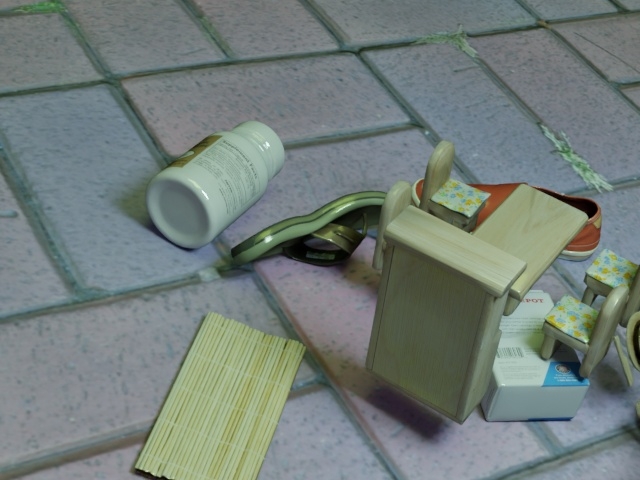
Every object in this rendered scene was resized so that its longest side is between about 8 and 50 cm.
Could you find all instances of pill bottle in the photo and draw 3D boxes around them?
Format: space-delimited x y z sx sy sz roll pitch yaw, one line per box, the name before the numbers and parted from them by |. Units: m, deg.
pill bottle | -0.156 -0.095 1.968 0.131 0.131 0.229 29 40 16

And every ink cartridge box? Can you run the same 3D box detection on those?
ink cartridge box | 0.288 0.165 1.840 0.139 0.082 0.191 1 40 -14

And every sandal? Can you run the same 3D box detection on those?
sandal | -0.002 0.001 1.942 0.303 0.120 0.086 -20 79 -34

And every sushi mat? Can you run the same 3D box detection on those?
sushi mat | -0.126 0.218 1.693 0.151 0.019 0.316 17 39 4

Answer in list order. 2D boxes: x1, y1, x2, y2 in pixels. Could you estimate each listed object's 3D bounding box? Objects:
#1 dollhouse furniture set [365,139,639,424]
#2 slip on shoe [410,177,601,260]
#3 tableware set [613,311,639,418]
dollhouse furniture set | 0.242 0.017 1.742 0.362 0.256 0.394 28 45 22
slip on shoe | 0.310 -0.055 2.100 0.331 0.101 0.123 13 41 -1
tableware set | 0.486 0.192 1.806 0.039 0.194 0.128 -8 19 40
